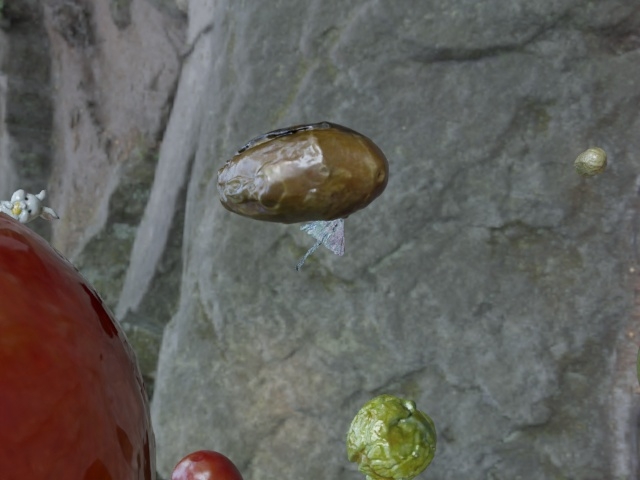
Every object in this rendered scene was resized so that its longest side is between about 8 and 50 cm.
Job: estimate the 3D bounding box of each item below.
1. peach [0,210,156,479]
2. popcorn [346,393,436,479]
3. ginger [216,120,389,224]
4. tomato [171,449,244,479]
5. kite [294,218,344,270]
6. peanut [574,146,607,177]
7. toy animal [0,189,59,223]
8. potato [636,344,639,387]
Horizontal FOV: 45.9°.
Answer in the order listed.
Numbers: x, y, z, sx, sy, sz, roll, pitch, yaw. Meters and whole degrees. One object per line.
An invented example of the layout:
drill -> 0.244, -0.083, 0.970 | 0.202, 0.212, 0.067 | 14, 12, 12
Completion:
peach -> -0.269, 0.161, 0.421 | 0.388, 0.388, 0.389 | -175, 90, -75
popcorn -> 0.153, 0.426, 1.605 | 0.212, 0.197, 0.198 | 29, -117, -74
ginger -> -0.048, -0.109, 1.250 | 0.172, 0.321, 0.165 | 7, -100, -66
tomato -> -0.263, 0.591, 1.798 | 0.136, 0.195, 0.195 | -39, -23, -43
kite -> 0.000, 0.000, 1.533 | 0.157, 0.011, 0.139 | -50, 48, -4
peanut -> 0.513, -0.146, 1.435 | 0.113, 0.053, 0.054 | 39, -125, -82
toy animal -> -0.603, -0.060, 1.516 | 0.085, 0.124, 0.071 | 110, 138, -76
potato -> 0.688, 0.268, 1.428 | 0.174, 0.159, 0.251 | -73, -38, -59
